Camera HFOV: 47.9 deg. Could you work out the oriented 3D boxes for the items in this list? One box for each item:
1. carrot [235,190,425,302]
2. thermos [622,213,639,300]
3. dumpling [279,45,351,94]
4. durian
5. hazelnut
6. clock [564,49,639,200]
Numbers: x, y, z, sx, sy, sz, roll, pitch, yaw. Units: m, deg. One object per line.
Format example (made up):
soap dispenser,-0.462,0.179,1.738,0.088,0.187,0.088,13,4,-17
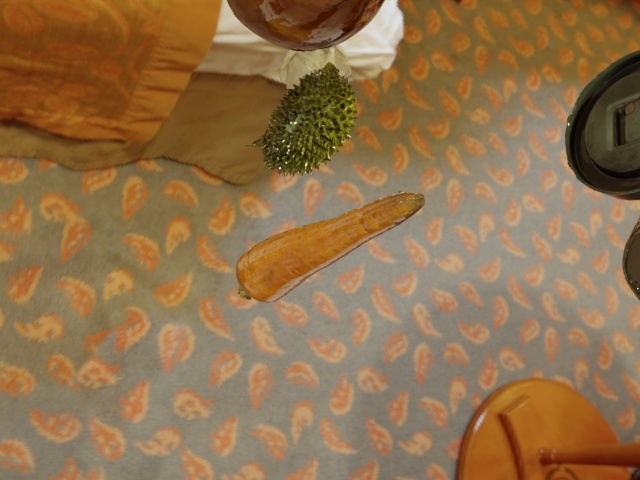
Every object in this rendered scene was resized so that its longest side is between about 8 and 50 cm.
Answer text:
carrot,0.000,0.000,0.677,0.061,0.256,0.061,23,53,-34
thermos,0.353,-0.080,0.578,0.109,0.136,0.330,39,53,4
dumpling,-0.018,-0.347,1.476,0.118,0.199,0.136,-27,90,-49
durian,-0.030,-0.193,1.251,0.137,0.220,0.095,50,28,6
hazelnut,0.003,-0.311,0.700,0.217,0.217,0.252,13,91,-24
clock,0.662,-0.239,1.496,0.067,0.325,0.325,20,66,-34
